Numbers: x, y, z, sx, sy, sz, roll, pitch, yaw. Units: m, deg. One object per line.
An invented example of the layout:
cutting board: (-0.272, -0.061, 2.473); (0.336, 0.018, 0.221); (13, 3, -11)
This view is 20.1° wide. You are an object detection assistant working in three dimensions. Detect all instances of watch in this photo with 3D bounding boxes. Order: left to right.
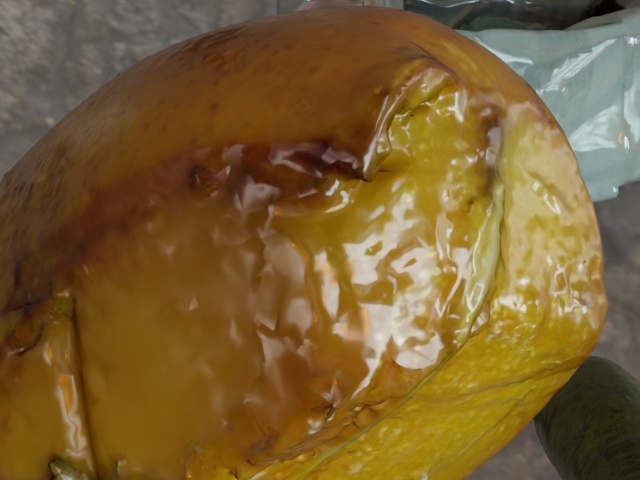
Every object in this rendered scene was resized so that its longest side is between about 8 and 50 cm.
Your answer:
watch: (0.104, -0.091, 1.013); (0.241, 0.253, 0.161); (3, 109, 5)

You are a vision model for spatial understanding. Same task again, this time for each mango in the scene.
mango: (-0.048, 0.039, 0.700); (0.201, 0.350, 0.199); (50, 45, -15)

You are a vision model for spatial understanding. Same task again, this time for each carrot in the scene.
carrot: (0.179, 0.153, 0.969); (0.074, 0.358, 0.074); (-2, 109, -5)
